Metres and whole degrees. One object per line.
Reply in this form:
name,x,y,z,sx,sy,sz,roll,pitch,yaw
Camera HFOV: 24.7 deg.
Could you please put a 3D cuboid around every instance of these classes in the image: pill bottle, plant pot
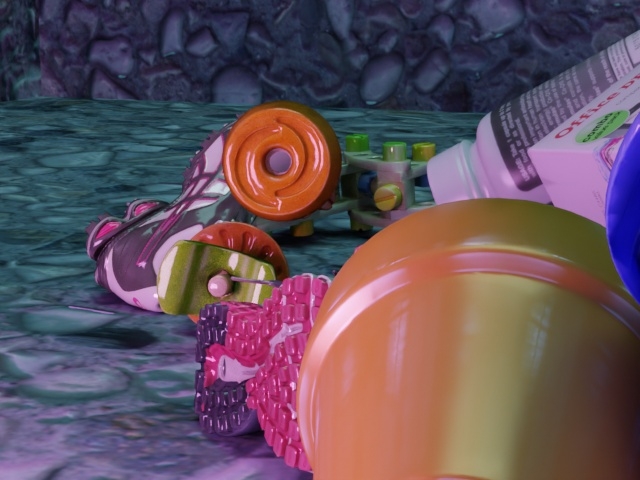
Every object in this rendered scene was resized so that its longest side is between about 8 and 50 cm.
pill bottle,0.265,-0.092,1.528,0.283,0.161,0.161,-28,2,19
plant pot,0.077,0.110,0.692,0.205,0.205,0.188,2,26,12

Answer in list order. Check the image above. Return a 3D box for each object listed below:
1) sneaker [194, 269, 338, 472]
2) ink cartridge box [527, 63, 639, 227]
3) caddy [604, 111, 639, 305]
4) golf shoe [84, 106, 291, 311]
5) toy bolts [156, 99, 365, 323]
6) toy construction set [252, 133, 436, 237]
sneaker,0.010,0.078,0.947,0.112,0.121,0.299,1,1,-22
ink cartridge box,0.353,-0.045,1.215,0.198,0.197,0.270,-37,18,-19
caddy,0.292,0.003,0.598,0.341,0.241,0.179,1,47,0
golf shoe,-0.099,-0.026,1.451,0.273,0.105,0.120,-40,48,-16
toy bolts,0.000,0.000,1.274,0.228,0.218,0.158,19,6,5
toy construction set,-0.004,-0.057,1.697,0.328,0.151,0.215,5,5,-44
